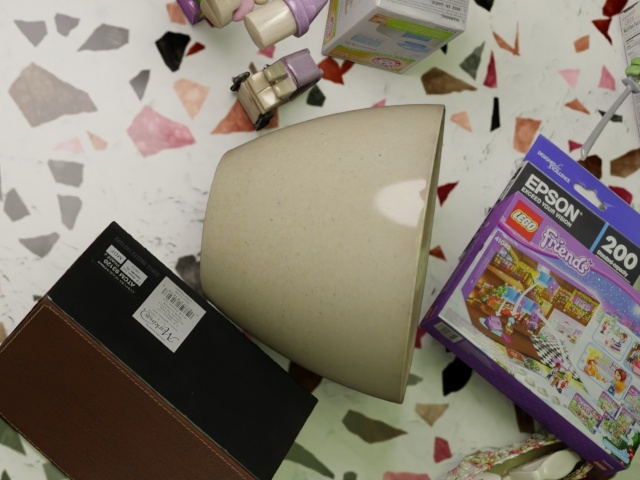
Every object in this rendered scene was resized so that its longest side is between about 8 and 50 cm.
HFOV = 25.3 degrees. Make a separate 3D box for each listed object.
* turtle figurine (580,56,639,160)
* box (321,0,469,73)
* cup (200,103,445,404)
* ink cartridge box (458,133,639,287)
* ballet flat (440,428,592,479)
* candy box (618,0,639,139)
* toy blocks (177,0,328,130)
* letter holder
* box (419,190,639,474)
[{"bbox_3d":[0.469,-0.236,1.717,0.274,0.198,0.266,1,77,-19],"label":"turtle figurine"},{"bbox_3d":[0.089,-0.280,1.677,0.114,0.203,0.103,12,78,-17],"label":"box"},{"bbox_3d":[0.000,0.000,1.574,0.237,0.331,0.331,8,78,7],"label":"cup"},{"bbox_3d":[0.308,0.000,1.784,0.206,0.045,0.208,37,71,-8],"label":"ink cartridge box"},{"bbox_3d":[0.227,0.284,1.695,0.241,0.077,0.091,-26,92,-19],"label":"ballet flat"},{"bbox_3d":[0.490,-0.199,1.857,0.159,0.071,0.233,-5,83,-17],"label":"candy box"},{"bbox_3d":[-0.027,-0.342,1.606,0.260,0.288,0.309,-31,88,-14],"label":"toy blocks"},{"bbox_3d":[-0.197,0.170,1.561,0.302,0.214,0.152,42,40,-6],"label":"letter holder"},{"bbox_3d":[0.285,0.110,1.690,0.293,0.057,0.201,39,64,-7],"label":"box"}]
